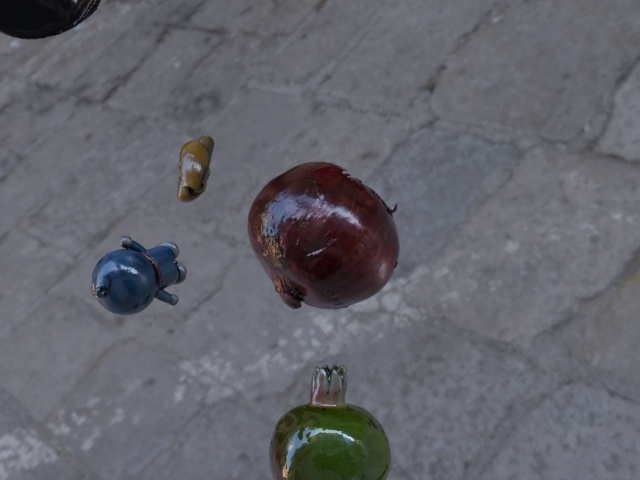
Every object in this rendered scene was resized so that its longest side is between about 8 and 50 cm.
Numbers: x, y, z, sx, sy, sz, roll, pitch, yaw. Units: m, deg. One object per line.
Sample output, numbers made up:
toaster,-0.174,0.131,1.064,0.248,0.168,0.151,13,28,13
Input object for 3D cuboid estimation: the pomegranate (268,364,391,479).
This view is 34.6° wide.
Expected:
pomegranate,0.012,0.283,1.475,0.180,0.180,0.210,7,95,43

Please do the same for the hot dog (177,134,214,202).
hot dog,-0.217,-0.127,1.793,0.060,0.090,0.140,5,37,-9

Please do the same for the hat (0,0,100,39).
hat,-0.276,-0.330,0.805,0.209,0.336,0.238,-58,5,-30

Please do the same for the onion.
onion,0.000,0.000,1.810,0.276,0.276,0.276,-22,37,17

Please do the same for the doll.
doll,-0.244,0.049,1.365,0.085,0.114,0.152,-18,6,36
